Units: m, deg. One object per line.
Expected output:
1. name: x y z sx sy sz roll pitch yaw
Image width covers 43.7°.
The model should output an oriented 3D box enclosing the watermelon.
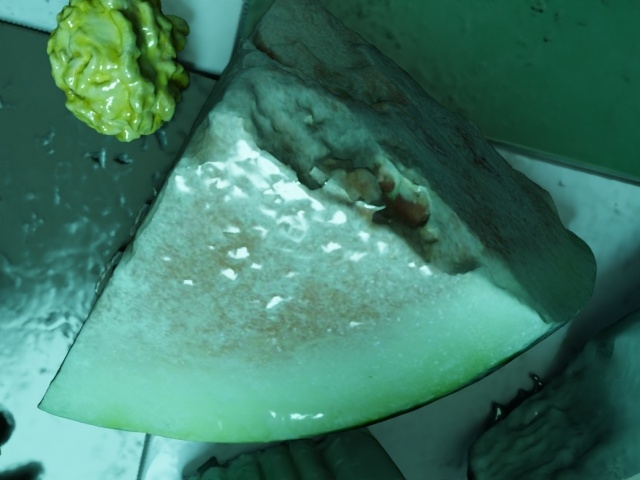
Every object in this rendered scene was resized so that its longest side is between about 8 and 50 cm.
1. watermelon: 0.000 0.000 0.426 0.309 0.193 0.232 -3 119 5

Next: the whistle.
1. whistle: 0.244 0.069 0.458 0.347 0.189 0.189 -36 102 12

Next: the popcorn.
1. popcorn: -0.101 -0.093 0.416 0.057 0.083 0.082 -12 66 22

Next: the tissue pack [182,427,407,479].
1. tissue pack: 0.027 0.286 0.331 0.162 0.388 0.288 -11 100 -9
